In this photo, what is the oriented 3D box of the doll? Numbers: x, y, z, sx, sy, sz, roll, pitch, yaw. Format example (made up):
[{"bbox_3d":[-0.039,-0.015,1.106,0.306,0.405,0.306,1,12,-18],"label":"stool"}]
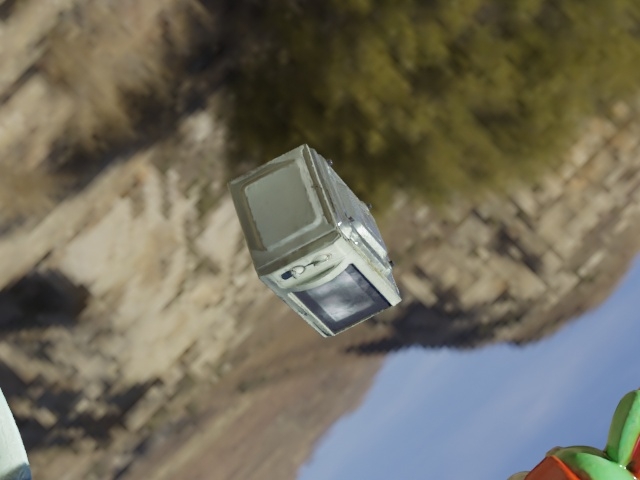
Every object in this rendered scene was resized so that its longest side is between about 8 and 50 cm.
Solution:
[{"bbox_3d":[0.240,0.284,1.745,0.363,0.160,0.182,-37,136,-1],"label":"doll"}]

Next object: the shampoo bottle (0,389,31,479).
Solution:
[{"bbox_3d":[-0.368,0.183,2.022,0.069,0.191,0.041,-22,162,14],"label":"shampoo bottle"}]

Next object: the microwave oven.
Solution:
[{"bbox_3d":[0.000,0.000,2.240,0.129,0.163,0.205,-25,150,12],"label":"microwave oven"}]
